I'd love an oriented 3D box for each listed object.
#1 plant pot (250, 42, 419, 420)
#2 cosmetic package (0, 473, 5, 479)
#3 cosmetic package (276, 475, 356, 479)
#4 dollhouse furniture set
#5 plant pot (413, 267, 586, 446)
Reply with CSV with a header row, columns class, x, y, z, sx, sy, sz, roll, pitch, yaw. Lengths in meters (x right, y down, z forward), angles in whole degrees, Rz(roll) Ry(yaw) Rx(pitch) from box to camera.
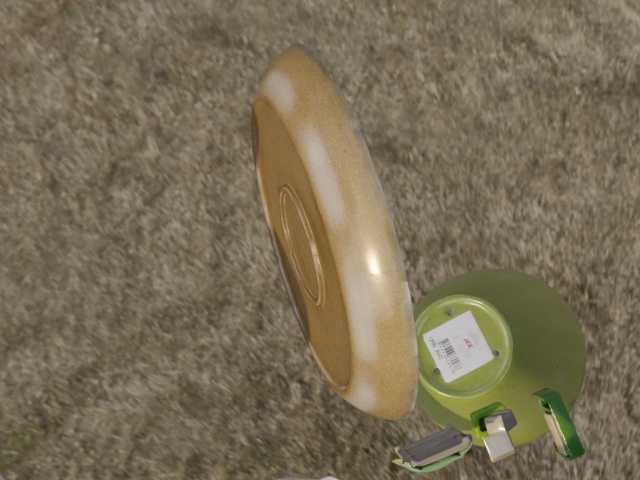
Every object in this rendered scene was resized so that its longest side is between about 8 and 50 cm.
class,x,y,z,sx,sy,sz,roll,pitch,yaw
plant pot,0.000,0.000,0.675,0.032,0.236,0.236,-17,66,-11
cosmetic package,-0.345,0.437,1.166,0.217,0.156,0.385,-17,105,43
cosmetic package,0.165,0.242,0.725,0.365,0.197,0.155,8,79,-20
dollhouse furniture set,0.142,0.182,0.953,0.151,0.076,0.059,-22,92,-7
plant pot,0.225,0.160,1.569,0.274,0.293,0.275,-3,82,17
